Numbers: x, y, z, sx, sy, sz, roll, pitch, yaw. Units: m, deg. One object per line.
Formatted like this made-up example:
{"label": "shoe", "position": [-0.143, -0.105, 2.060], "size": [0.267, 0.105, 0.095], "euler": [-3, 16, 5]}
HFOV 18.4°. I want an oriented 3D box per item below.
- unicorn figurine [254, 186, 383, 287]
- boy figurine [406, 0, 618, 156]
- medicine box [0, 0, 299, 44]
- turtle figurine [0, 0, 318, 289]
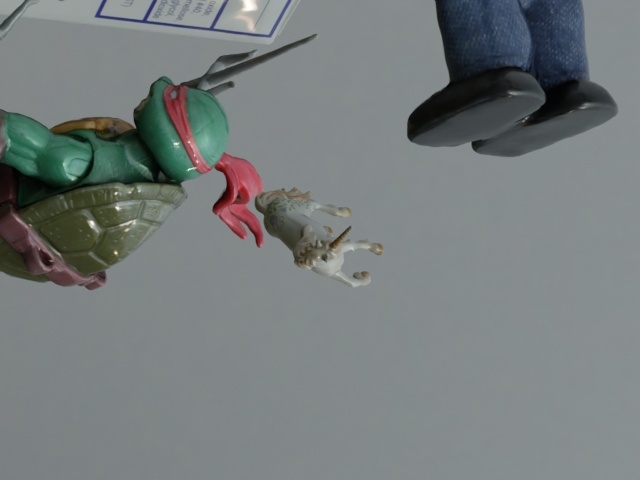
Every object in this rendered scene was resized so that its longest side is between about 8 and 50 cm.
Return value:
{"label": "unicorn figurine", "position": [0.000, 0.000, 1.646], "size": [0.162, 0.111, 0.060], "euler": [23, -80, 43]}
{"label": "boy figurine", "position": [0.072, -0.192, 1.011], "size": [0.092, 0.177, 0.285], "euler": [-23, -107, 44]}
{"label": "medicine box", "position": [-0.158, -0.273, 1.219], "size": [0.149, 0.289, 0.263], "euler": [-58, -142, 42]}
{"label": "turtle figurine", "position": [-0.119, -0.035, 0.824], "size": [0.175, 0.234, 0.118], "euler": [38, 33, -57]}
